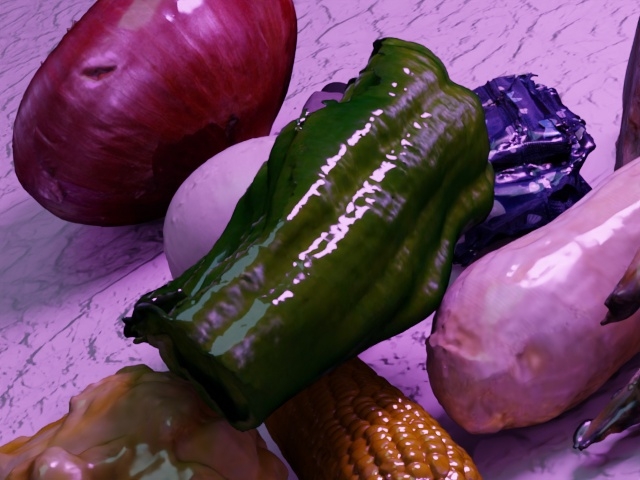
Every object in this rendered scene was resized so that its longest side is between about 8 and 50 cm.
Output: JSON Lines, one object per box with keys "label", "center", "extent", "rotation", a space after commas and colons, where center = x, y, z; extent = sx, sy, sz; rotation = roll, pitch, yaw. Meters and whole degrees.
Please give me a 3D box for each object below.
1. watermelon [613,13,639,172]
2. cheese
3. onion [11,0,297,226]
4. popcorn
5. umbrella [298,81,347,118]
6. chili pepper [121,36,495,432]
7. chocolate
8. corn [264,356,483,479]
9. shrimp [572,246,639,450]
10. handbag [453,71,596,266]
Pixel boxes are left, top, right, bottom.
{"label": "watermelon", "center": [0.339, -0.104, 1.424], "extent": [0.232, 0.193, 0.310], "rotation": [-15, 31, -33]}
{"label": "cheese", "center": [-0.036, 0.000, 1.426], "extent": [0.198, 0.189, 0.154], "rotation": [-24, 58, 6]}
{"label": "onion", "center": [-0.140, -0.130, 1.719], "extent": [0.347, 0.285, 0.347], "rotation": [-43, -6, -6]}
{"label": "popcorn", "center": [-0.134, 0.194, 1.184], "extent": [0.256, 0.194, 0.255], "rotation": [-2, 24, 33]}
{"label": "umbrella", "center": [-0.003, -0.066, 1.661], "extent": [0.067, 0.073, 0.337], "rotation": [7, 33, 5]}
{"label": "chili pepper", "center": [0.005, 0.009, 1.206], "extent": [0.385, 0.167, 0.213], "rotation": [-46, -6, -45]}
{"label": "chocolate", "center": [0.199, 0.035, 1.274], "extent": [0.309, 0.134, 0.134], "rotation": [-35, 30, -23]}
{"label": "corn", "center": [0.029, 0.148, 1.233], "extent": [0.106, 0.106, 0.305], "rotation": [-27, 25, -9]}
{"label": "shrimp", "center": [0.265, 0.041, 1.195], "extent": [0.254, 0.145, 0.059], "rotation": [-31, 22, -16]}
{"label": "handbag", "center": [0.156, -0.072, 1.515], "extent": [0.162, 0.113, 0.260], "rotation": [-15, 20, 1]}
